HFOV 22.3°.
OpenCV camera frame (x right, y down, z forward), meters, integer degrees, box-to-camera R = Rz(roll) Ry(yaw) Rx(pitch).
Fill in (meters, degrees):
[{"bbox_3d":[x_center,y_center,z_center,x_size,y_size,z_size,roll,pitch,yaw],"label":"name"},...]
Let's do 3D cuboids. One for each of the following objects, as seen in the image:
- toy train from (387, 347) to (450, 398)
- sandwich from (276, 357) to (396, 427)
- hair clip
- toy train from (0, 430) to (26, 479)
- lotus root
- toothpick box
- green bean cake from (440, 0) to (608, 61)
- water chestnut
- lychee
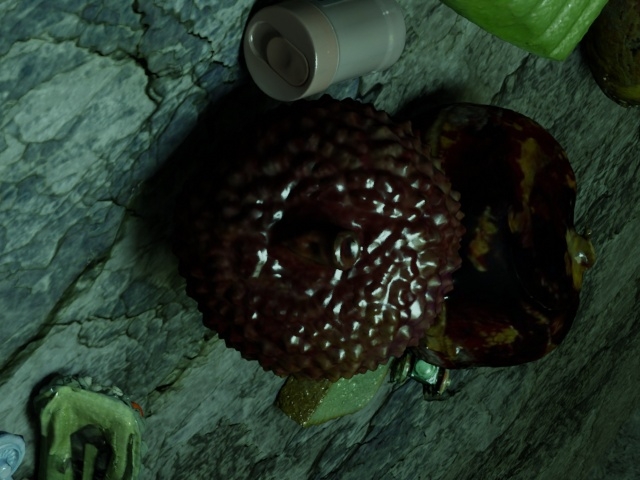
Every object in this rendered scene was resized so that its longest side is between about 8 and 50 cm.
[{"bbox_3d":[0.150,0.158,2.329,0.194,0.081,0.125,123,-17,-84],"label":"toy train"},{"bbox_3d":[0.045,0.150,2.238,0.186,0.065,0.214,-5,129,-57],"label":"sandwich"},{"bbox_3d":[-0.262,0.269,1.836,0.091,0.138,0.321,-69,176,-52],"label":"hair clip"},{"bbox_3d":[-0.380,0.263,1.604,0.202,0.131,0.299,-40,152,-18],"label":"toy train"},{"bbox_3d":[0.453,-0.304,2.177,0.196,0.179,0.397,-32,154,-8],"label":"lotus root"},{"bbox_3d":[0.006,-0.205,1.663,0.149,0.098,0.098,-23,143,-46],"label":"toothpick box"},{"bbox_3d":[0.163,-0.297,1.663,0.125,0.222,0.248,-57,151,14],"label":"green bean cake"},{"bbox_3d":[0.155,-0.001,2.017,0.335,0.347,0.335,27,58,-57],"label":"water chestnut"},{"bbox_3d":[0.000,0.000,1.685,0.306,0.306,0.330,-52,-179,2],"label":"lychee"}]
